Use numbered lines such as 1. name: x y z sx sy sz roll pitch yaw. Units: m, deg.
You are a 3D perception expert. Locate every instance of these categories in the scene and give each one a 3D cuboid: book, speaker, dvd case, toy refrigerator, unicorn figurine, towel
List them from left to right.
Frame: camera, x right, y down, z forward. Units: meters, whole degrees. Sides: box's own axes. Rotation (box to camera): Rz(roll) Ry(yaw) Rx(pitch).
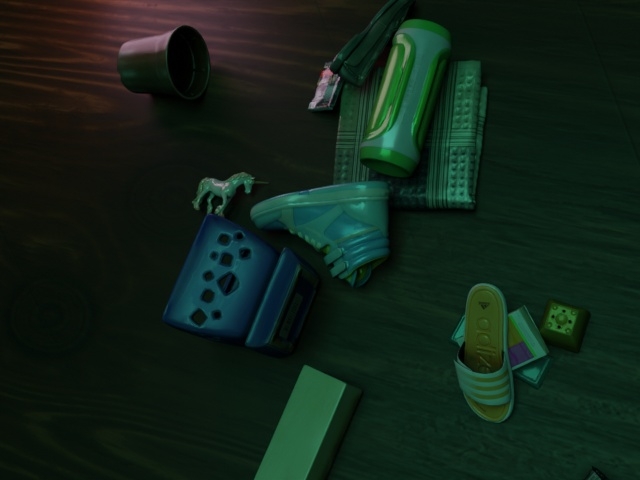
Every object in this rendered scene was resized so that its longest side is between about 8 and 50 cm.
1. unicorn figurine: -0.213 -0.105 1.788 0.162 0.060 0.111 17 81 22
2. toy refrigerator: -0.026 0.389 1.564 0.102 0.094 0.269 19 81 30
3. dvd case: 0.019 -0.340 1.778 0.087 0.013 0.119 7 73 55
4. speaker: 0.172 -0.282 1.617 0.131 0.131 0.296 14 82 22
5. towel: 0.184 -0.219 1.696 0.312 0.056 0.324 2 77 23
6. book: 0.332 0.194 1.488 0.144 0.035 0.096 -32 83 33

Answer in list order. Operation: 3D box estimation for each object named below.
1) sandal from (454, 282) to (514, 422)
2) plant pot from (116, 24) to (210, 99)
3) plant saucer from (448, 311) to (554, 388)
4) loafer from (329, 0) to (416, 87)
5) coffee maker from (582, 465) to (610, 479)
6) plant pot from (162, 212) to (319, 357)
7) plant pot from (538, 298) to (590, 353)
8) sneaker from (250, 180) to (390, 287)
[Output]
1. sandal: 0.285 0.211 1.459 0.102 0.076 0.265 2 105 32
2. plant pot: -0.370 -0.407 1.886 0.165 0.167 0.167 2 75 28
3. plant saucer: 0.338 0.205 1.529 0.192 0.018 0.067 27 85 23
4. loafer: 0.128 -0.427 1.737 0.084 0.096 0.267 41 69 2
5. coffee maker: 0.455 0.500 1.362 0.178 0.120 0.171 -40 89 6
6. plant pot: -0.140 0.106 1.613 0.212 0.236 0.236 19 81 17
7. plant pot: 0.439 0.150 1.473 0.081 0.083 0.081 17 81 23
8. sneaker: 0.000 0.000 1.651 0.319 0.127 0.208 -8 89 32
